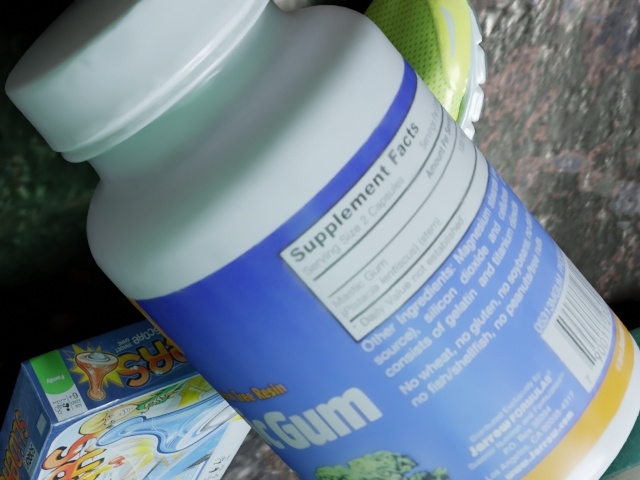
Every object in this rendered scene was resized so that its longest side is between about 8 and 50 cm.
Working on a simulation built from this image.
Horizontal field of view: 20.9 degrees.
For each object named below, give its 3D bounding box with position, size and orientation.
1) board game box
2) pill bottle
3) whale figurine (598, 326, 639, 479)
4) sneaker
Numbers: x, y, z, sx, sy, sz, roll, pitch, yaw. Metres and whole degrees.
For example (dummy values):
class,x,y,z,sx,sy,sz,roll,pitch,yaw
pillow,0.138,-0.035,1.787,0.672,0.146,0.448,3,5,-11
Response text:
class,x,y,z,sx,sy,sz,roll,pitch,yaw
board game box,-0.096,0.097,0.866,0.136,0.035,0.201,-19,157,-27
pill bottle,0.000,0.000,0.726,0.152,0.152,0.272,-42,109,1
whale figurine,0.236,0.137,1.206,0.216,0.141,0.272,-23,167,5
sneaker,0.001,-0.041,0.825,0.094,0.081,0.208,5,124,-42
